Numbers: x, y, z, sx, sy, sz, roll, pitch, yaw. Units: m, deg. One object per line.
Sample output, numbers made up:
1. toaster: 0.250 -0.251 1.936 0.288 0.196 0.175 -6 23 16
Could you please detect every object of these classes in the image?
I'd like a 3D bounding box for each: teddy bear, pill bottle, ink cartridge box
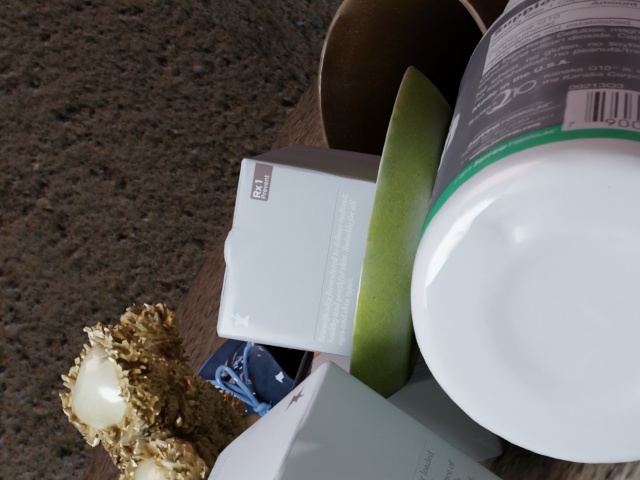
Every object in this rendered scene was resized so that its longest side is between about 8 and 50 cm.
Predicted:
1. teddy bear: -0.092 0.160 1.201 0.113 0.245 0.338 -34 -33 -3
2. pill bottle: 0.178 -0.046 0.990 0.204 0.204 0.361 -49 10 31
3. ink cartridge box: 0.067 0.101 1.248 0.134 0.078 0.231 -17 19 9

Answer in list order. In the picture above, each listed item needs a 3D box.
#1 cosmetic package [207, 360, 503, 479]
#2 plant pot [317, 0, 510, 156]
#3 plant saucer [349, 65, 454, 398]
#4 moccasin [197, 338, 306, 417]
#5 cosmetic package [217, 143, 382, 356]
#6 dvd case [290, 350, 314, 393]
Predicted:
1. cosmetic package: 0.016 0.205 0.976 0.151 0.184 0.151 -46 13 45
2. plant pot: 0.154 -0.124 1.327 0.230 0.215 0.215 -11 -24 -39
3. plant saucer: 0.060 0.002 1.085 0.241 0.037 0.241 10 -90 -83
4. moccasin: -0.052 0.137 1.729 0.342 0.138 0.117 -56 14 -3
5. cosmetic package: 0.000 0.000 1.155 0.238 0.107 0.127 -56 -25 -80
6. dvd case: 0.046 0.068 1.402 0.164 0.018 0.221 -20 -42 -50
